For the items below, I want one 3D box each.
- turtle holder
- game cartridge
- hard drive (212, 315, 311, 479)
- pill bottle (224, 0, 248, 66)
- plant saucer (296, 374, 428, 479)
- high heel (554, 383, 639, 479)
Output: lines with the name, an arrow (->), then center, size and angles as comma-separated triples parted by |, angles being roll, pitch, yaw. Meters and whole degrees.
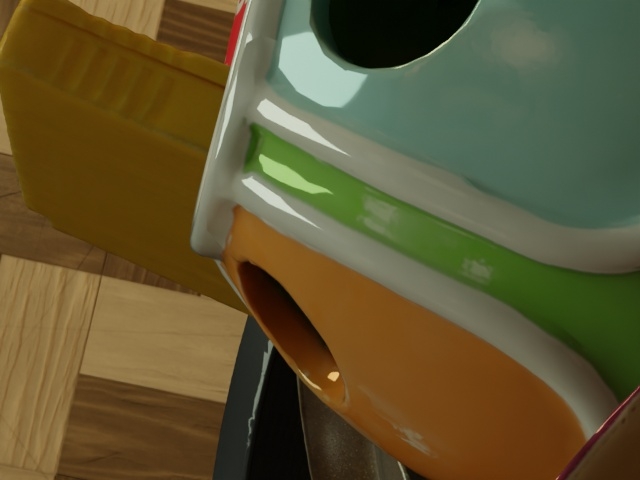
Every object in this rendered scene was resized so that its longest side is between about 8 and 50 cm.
turtle holder -> 0.090, -0.067, 0.463 | 0.243, 0.227, 0.320 | -106, 30, -80
game cartridge -> 0.000, 0.000, 0.722 | 0.285, 0.324, 0.052 | 126, 168, -75
hard drive -> 0.024, 0.107, 1.039 | 0.054, 0.172, 0.254 | -148, 72, -74
pill bottle -> 0.066, -0.176, 0.934 | 0.229, 0.229, 0.407 | 119, 162, -70
plant saucer -> 0.052, 0.180, 0.728 | 0.310, 0.050, 0.310 | 168, 90, -80
high heel -> 0.128, -0.041, 0.289 | 0.127, 0.181, 0.377 | 121, 160, -74
